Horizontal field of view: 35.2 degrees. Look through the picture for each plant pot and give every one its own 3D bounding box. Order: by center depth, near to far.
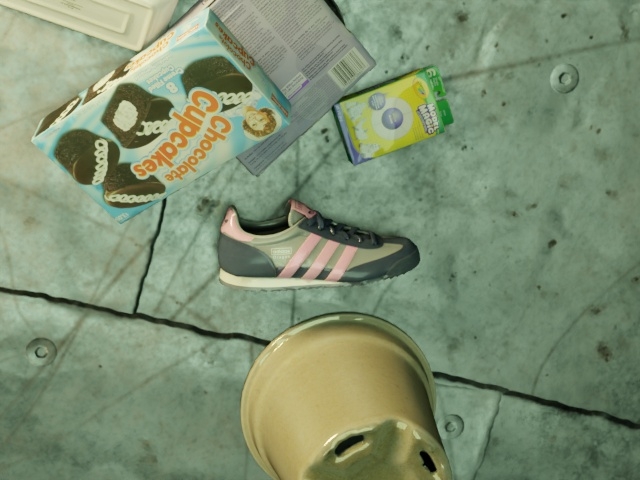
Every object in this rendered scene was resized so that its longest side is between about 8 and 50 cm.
[{"bbox_3d":[0.058,0.316,1.549,0.334,0.305,0.334,-3,105,-10],"label":"plant pot"}]

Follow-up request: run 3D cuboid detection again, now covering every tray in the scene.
[{"bbox_3d":[-0.343,-0.338,1.408,0.270,0.030,0.145,17,143,-14],"label":"tray"}]

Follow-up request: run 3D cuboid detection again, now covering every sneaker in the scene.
[{"bbox_3d":[0.000,0.000,1.559,0.319,0.112,0.131,-5,108,-10],"label":"sneaker"}]

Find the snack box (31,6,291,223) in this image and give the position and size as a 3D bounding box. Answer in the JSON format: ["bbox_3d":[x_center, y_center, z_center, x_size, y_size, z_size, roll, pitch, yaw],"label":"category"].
[{"bbox_3d":[-0.223,-0.166,1.421,0.322,0.060,0.187,-28,124,23],"label":"snack box"}]

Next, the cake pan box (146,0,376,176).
[{"bbox_3d":[-0.083,-0.268,1.474,0.267,0.070,0.246,-44,122,4],"label":"cake pan box"}]

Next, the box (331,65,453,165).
[{"bbox_3d":[0.115,-0.195,1.565,0.179,0.043,0.105,-22,107,-5],"label":"box"}]
